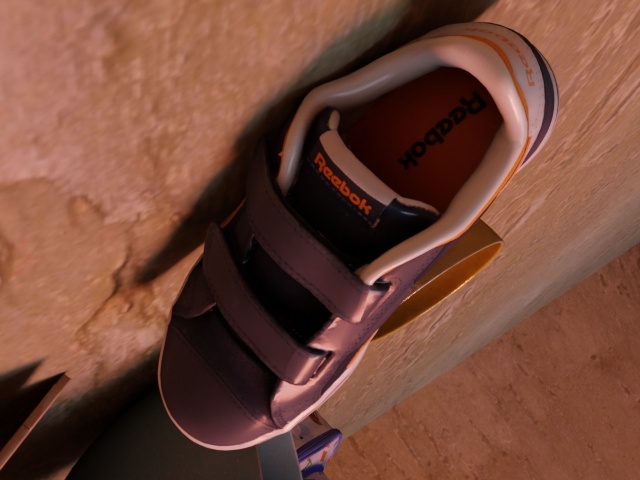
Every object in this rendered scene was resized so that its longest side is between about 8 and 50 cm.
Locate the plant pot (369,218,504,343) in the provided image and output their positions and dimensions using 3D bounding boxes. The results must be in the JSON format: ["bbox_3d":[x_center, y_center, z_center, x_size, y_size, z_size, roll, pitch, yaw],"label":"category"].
[{"bbox_3d":[0.060,0.004,0.821,0.134,0.095,0.134,-32,166,-9],"label":"plant pot"}]

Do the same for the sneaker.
[{"bbox_3d":[0.000,0.000,0.609,0.321,0.126,0.127,-50,168,13],"label":"sneaker"}]

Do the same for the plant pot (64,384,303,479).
[{"bbox_3d":[-0.119,0.256,0.949,0.195,0.290,0.290,-14,167,2],"label":"plant pot"}]

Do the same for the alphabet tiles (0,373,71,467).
[{"bbox_3d":[-0.249,0.194,0.701,0.198,0.009,0.237,-48,-173,40],"label":"alphabet tiles"}]

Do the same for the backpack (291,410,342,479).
[{"bbox_3d":[-0.093,0.288,1.237,0.263,0.213,0.276,-36,169,-47],"label":"backpack"}]
